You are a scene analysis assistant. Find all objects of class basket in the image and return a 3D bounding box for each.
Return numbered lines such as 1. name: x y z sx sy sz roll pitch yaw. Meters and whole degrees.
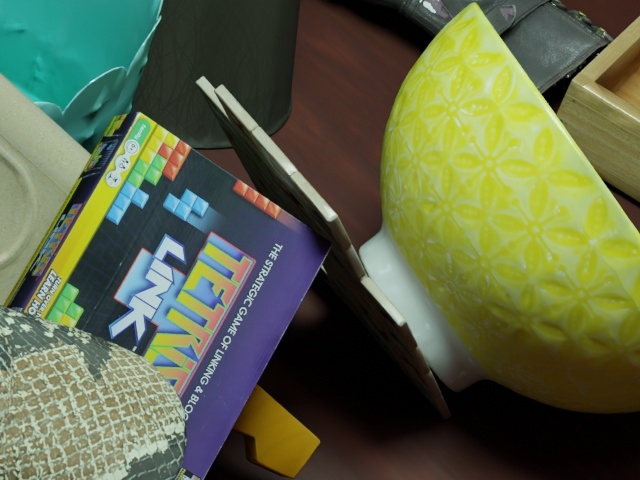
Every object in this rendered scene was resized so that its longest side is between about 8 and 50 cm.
1. basket: -0.093 -0.202 1.362 0.204 0.227 0.154 15 42 -4

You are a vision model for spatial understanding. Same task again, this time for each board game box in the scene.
1. board game box: -0.094 0.037 1.080 0.141 0.048 0.170 33 76 -20

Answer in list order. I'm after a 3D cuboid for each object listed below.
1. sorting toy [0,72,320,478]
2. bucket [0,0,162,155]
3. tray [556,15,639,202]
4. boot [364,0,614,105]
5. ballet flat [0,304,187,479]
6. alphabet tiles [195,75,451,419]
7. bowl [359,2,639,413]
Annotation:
1. sorting toy: -0.157 0.077 1.100 0.307 0.041 0.229 43 73 -19
2. bucket: -0.247 -0.109 1.241 0.281 0.183 0.281 11 42 -10
3. tray: 0.397 -0.034 1.484 0.411 0.076 0.203 34 44 14
4. boot: 0.141 -0.208 1.574 0.229 0.091 0.263 36 48 10
5. ballet flat: -0.311 0.089 0.912 0.482 0.182 0.164 -5 53 2
6. alphabet tiles: 0.000 0.000 1.206 0.009 0.237 0.198 -38 61 -5
7. bowl: 0.119 0.008 1.251 0.156 0.289 0.289 -34 53 8
